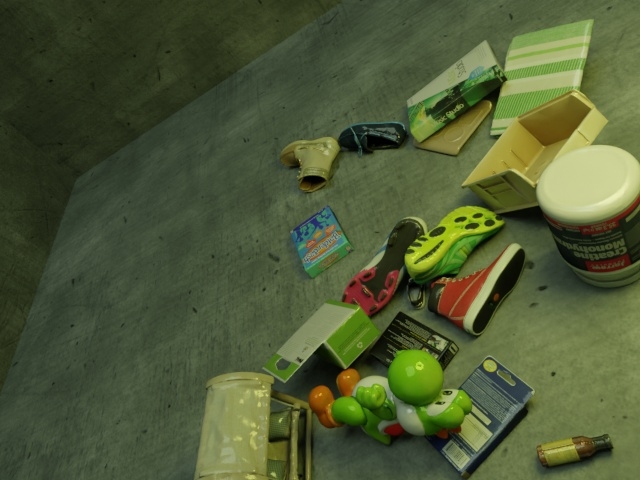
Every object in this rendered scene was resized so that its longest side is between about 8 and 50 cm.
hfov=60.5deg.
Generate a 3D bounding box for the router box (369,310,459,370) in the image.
[{"bbox_3d":[0.220,0.263,1.317,0.133,0.046,0.179,-50,39,-10],"label":"router box"}]

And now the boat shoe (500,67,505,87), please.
[{"bbox_3d":[0.631,-0.475,1.656,0.228,0.069,0.081,26,96,49],"label":"boat shoe"}]

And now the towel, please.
[{"bbox_3d":[0.628,-0.455,1.571,0.248,0.038,0.324,5,77,47],"label":"towel"}]

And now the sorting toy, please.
[{"bbox_3d":[0.422,-0.366,1.755,0.193,0.038,0.208,26,77,49],"label":"sorting toy"}]

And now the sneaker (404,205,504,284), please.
[{"bbox_3d":[0.338,0.010,1.407,0.296,0.123,0.109,-29,49,-14],"label":"sneaker"}]

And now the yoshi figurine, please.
[{"bbox_3d":[0.141,0.309,1.163,0.362,0.203,0.203,-15,52,46],"label":"yoshi figurine"}]

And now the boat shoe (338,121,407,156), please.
[{"bbox_3d":[0.167,-0.354,1.896,0.258,0.109,0.089,-6,54,39],"label":"boat shoe"}]

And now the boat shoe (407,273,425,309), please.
[{"bbox_3d":[0.247,0.120,1.435,0.046,0.038,0.125,-18,44,27],"label":"boat shoe"}]

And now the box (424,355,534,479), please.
[{"bbox_3d":[0.327,0.362,1.141,0.225,0.036,0.136,-47,39,-3],"label":"box"}]

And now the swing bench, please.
[{"bbox_3d":[-0.144,0.465,1.262,0.165,0.254,0.253,-23,42,21],"label":"swing bench"}]

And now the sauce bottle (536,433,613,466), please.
[{"bbox_3d":[0.465,0.383,1.005,0.128,0.042,0.042,-21,43,23],"label":"sauce bottle"}]

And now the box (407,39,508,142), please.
[{"bbox_3d":[0.421,-0.475,1.748,0.322,0.058,0.232,-36,29,29],"label":"box"}]

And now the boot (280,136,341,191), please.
[{"bbox_3d":[-0.061,-0.269,2.017,0.262,0.095,0.203,-5,52,32],"label":"boot"}]

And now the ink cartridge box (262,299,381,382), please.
[{"bbox_3d":[-0.003,0.273,1.373,0.255,0.097,0.189,-44,15,-18],"label":"ink cartridge box"}]

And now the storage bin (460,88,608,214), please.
[{"bbox_3d":[0.525,-0.210,1.361,0.262,0.123,0.260,-49,7,-11],"label":"storage bin"}]

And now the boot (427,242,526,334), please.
[{"bbox_3d":[0.368,0.091,1.329,0.244,0.088,0.176,-52,38,-8],"label":"boot"}]

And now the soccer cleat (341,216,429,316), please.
[{"bbox_3d":[0.186,0.081,1.485,0.116,0.143,0.331,41,105,19],"label":"soccer cleat"}]

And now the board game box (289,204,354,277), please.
[{"bbox_3d":[0.000,0.000,1.746,0.160,0.047,0.210,-35,40,7],"label":"board game box"}]

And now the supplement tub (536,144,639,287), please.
[{"bbox_3d":[0.574,-0.044,1.131,0.191,0.272,0.191,-23,42,22],"label":"supplement tub"}]
